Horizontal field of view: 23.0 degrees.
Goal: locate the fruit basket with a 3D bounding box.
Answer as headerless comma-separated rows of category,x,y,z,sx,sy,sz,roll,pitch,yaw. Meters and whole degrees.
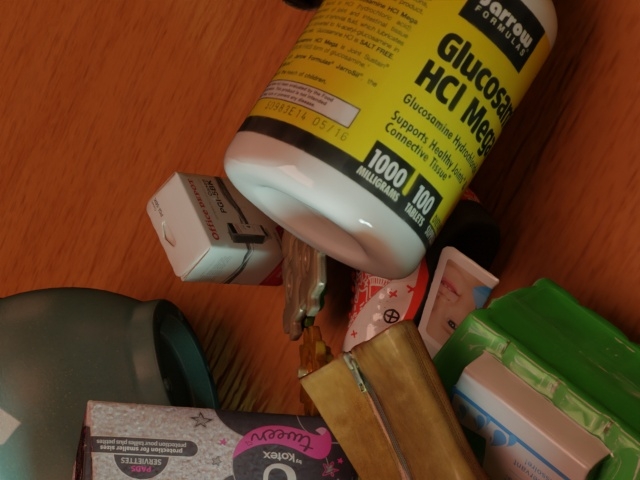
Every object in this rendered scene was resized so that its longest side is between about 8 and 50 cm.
fruit basket,0.164,0.229,1.287,0.327,0.165,0.353,39,123,28

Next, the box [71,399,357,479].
box,-0.097,0.246,1.410,0.142,0.247,0.163,113,159,-55

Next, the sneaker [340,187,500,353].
sneaker,0.064,0.046,1.459,0.145,0.090,0.270,56,130,45

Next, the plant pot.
plant pot,-0.220,0.170,1.607,0.196,0.293,0.293,-20,71,12

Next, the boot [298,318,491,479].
boot,0.056,0.227,1.244,0.280,0.096,0.264,57,144,8

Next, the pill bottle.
pill bottle,0.080,-0.150,1.323,0.188,0.188,0.334,22,76,42

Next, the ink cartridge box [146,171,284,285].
ink cartridge box,-0.093,-0.011,1.573,0.056,0.135,0.099,-45,58,32

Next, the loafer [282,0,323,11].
loafer,-0.031,-0.275,1.558,0.268,0.102,0.092,3,83,43

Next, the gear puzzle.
gear puzzle,0.000,0.000,1.480,0.175,0.044,0.339,122,149,-66
